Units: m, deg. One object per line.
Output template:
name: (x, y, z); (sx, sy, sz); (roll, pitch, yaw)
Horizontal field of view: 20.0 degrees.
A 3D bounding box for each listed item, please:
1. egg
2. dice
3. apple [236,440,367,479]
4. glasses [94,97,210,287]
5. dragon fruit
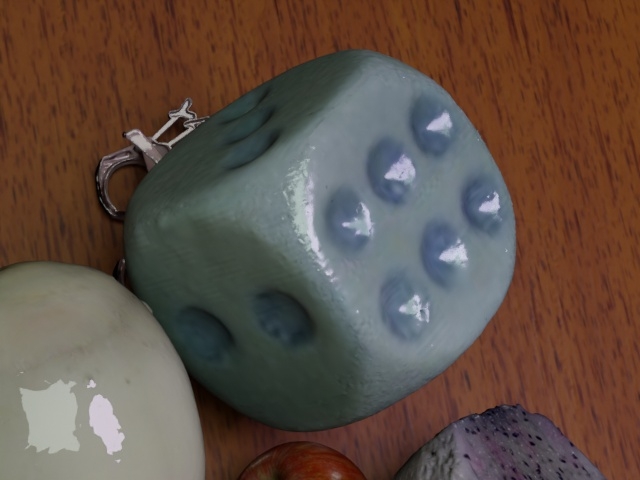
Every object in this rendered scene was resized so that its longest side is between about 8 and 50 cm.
egg: (-0.237, 0.186, 1.569); (0.283, 0.283, 0.345); (-21, 84, -24)
dice: (0.000, 0.000, 1.681); (0.268, 0.262, 0.265); (-47, 112, -36)
apple: (-0.011, 0.265, 1.688); (0.131, 0.146, 0.146); (41, 59, -30)
glasses: (-0.126, -0.028, 1.794); (0.162, 0.095, 0.255); (-4, 73, -24)
dragon fruit: (0.153, 0.297, 1.690); (0.283, 0.204, 0.221); (0, 49, -56)
